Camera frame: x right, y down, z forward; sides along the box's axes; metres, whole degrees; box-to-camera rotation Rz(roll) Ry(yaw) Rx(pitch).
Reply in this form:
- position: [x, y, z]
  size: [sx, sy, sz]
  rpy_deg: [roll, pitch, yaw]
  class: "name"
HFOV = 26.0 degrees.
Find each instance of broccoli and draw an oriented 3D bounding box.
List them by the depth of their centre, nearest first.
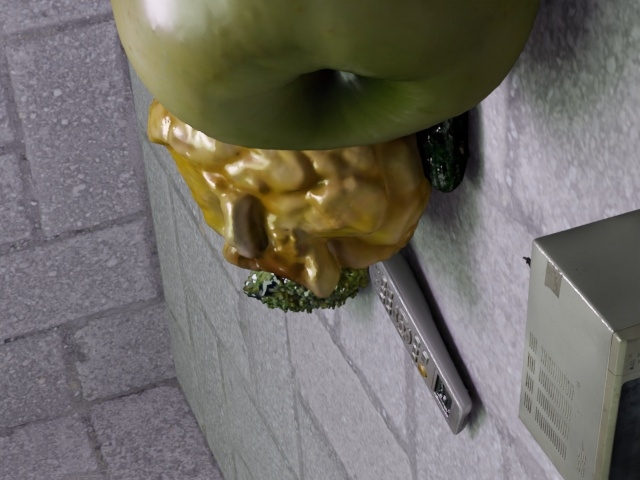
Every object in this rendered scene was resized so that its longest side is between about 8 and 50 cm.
- position: [0.006, 0.016, 2.330]
  size: [0.180, 0.273, 0.242]
  rpy_deg: [33, 161, -16]
  class: "broccoli"

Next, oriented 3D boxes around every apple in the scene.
- position: [0.002, -0.317, 1.420]
  size: [0.473, 0.473, 0.473]
  rpy_deg: [165, 90, -75]
  class: "apple"

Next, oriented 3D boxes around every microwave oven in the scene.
- position: [0.293, 0.115, 1.346]
  size: [0.194, 0.145, 0.240]
  rpy_deg: [-120, 21, -49]
  class: "microwave oven"

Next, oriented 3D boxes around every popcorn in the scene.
- position: [-0.026, -0.132, 1.884]
  size: [0.390, 0.354, 0.344]
  rpy_deg: [59, -160, 0]
  class: "popcorn"

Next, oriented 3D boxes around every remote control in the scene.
- position: [0.150, 0.129, 2.041]
  size: [0.109, 0.055, 0.313]
  rpy_deg: [92, 153, -63]
  class: "remote control"

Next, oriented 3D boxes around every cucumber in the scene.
- position: [0.144, -0.198, 1.703]
  size: [0.081, 0.072, 0.303]
  rpy_deg: [-146, 42, -64]
  class: "cucumber"
